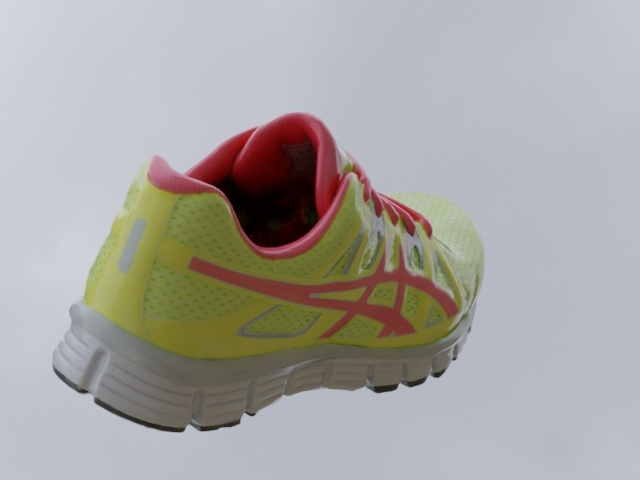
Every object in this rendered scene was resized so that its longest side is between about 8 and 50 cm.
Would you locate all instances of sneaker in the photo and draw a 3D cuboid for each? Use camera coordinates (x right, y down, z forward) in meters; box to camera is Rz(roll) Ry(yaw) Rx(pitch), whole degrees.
[{"bbox_3d":[0.000,0.000,0.670,0.208,0.081,0.094,-16,-55,-55],"label":"sneaker"}]
